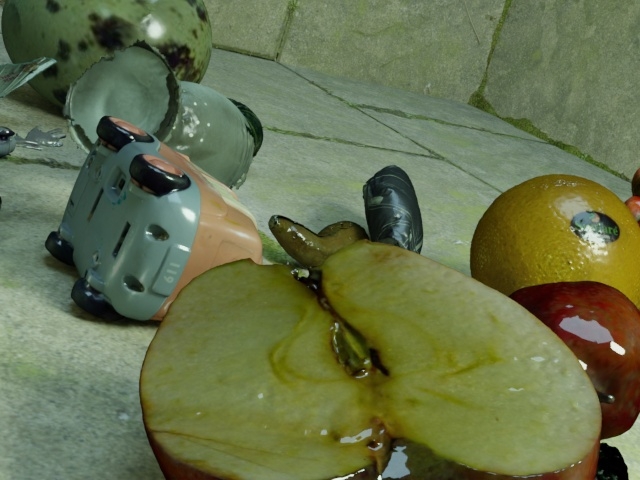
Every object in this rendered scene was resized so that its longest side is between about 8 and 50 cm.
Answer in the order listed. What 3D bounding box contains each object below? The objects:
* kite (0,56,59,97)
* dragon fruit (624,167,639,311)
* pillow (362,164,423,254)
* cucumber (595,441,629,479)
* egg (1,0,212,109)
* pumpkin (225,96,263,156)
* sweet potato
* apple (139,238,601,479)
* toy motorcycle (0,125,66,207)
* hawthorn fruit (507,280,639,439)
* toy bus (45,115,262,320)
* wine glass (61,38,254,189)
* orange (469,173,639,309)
[{"bbox_3d":[-0.632,-0.295,1.677,0.335,0.011,0.314,-5,44,-3],"label":"kite"},{"bbox_3d":[0.551,0.042,1.570,0.307,0.243,0.227,60,-1,-11],"label":"dragon fruit"},{"bbox_3d":[0.127,-0.032,1.608,0.092,0.162,0.335,-15,13,7],"label":"pillow"},{"bbox_3d":[0.280,0.277,0.943,0.081,0.072,0.303,17,17,3],"label":"cucumber"},{"bbox_3d":[-0.421,-0.402,1.861,0.427,0.345,0.345,8,13,22],"label":"egg"},{"bbox_3d":[-0.195,-0.214,1.868,0.167,0.125,0.167,14,19,-5],"label":"pumpkin"},{"bbox_3d":[0.001,0.005,1.491,0.233,0.062,0.081,4,56,-53],"label":"sweet potato"},{"bbox_3d":[0.029,0.132,0.798,0.328,0.295,0.365,35,12,-31],"label":"apple"},{"bbox_3d":[-0.493,-0.085,1.172,0.207,0.134,0.401,29,22,29],"label":"toy motorcycle"},{"bbox_3d":[0.302,0.150,1.128,0.208,0.208,0.248,20,9,4],"label":"hawthorn fruit"},{"bbox_3d":[-0.190,-0.015,1.182,0.232,0.194,0.287,16,15,-34],"label":"toy bus"},{"bbox_3d":[-0.229,-0.169,1.449,0.190,0.190,0.357,23,-3,16],"label":"wine glass"},{"bbox_3d":[0.363,0.036,1.450,0.274,0.274,0.274,17,17,-5],"label":"orange"}]
